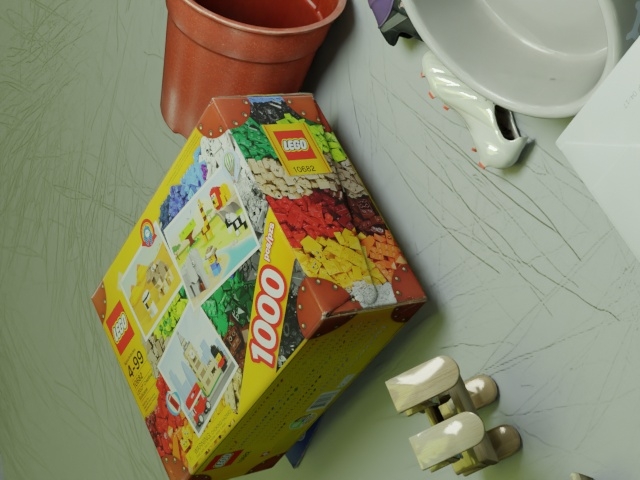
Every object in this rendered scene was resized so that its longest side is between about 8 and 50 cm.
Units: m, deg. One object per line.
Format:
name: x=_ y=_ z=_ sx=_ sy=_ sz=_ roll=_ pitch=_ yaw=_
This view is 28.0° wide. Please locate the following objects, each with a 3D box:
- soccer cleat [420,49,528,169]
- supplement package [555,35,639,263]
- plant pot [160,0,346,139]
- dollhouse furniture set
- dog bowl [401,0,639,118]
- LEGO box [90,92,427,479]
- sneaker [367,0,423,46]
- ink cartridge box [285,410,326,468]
soccer cleat: x=0.202 y=-0.181 z=1.665 sx=0.076 sy=0.068 sz=0.196 roll=-48 pitch=64 yaw=39
supplement package: x=0.410 y=-0.118 z=1.320 sx=0.204 sy=0.145 sz=0.262 roll=61 pitch=139 yaw=28
plant pot: x=-0.124 y=-0.290 z=1.942 sx=0.272 sy=0.272 sz=0.265 roll=55 pitch=143 yaw=33
dollhouse furniture set: x=0.223 y=0.252 z=1.599 sx=0.161 sy=0.212 sz=0.242 roll=-28 pitch=69 yaw=13
dog bowl: x=0.227 y=-0.285 z=1.432 sx=0.348 sy=0.102 sz=0.349 roll=35 pitch=153 yaw=21
LEGO box: x=-0.114 y=0.084 z=1.913 sx=0.500 sy=0.193 sz=0.372 roll=-52 pitch=57 yaw=42
sneaker: x=0.171 y=-0.320 z=1.674 sx=0.283 sy=0.107 sz=0.124 roll=3 pitch=112 yaw=57
ink cartridge box: x=-0.092 y=0.155 z=2.106 sx=0.330 sy=0.071 sz=0.324 roll=53 pitch=134 yaw=36
